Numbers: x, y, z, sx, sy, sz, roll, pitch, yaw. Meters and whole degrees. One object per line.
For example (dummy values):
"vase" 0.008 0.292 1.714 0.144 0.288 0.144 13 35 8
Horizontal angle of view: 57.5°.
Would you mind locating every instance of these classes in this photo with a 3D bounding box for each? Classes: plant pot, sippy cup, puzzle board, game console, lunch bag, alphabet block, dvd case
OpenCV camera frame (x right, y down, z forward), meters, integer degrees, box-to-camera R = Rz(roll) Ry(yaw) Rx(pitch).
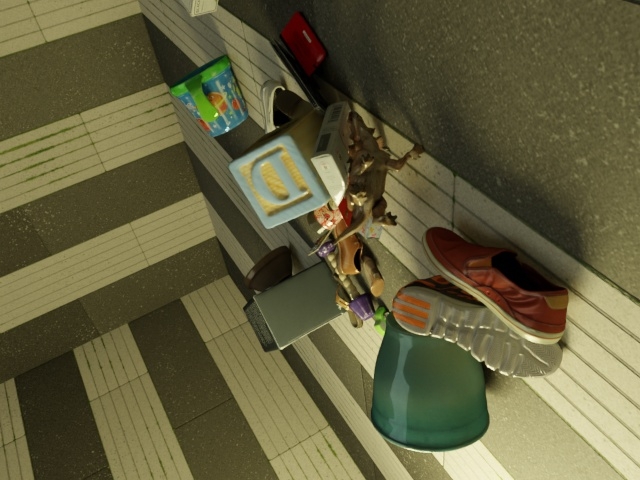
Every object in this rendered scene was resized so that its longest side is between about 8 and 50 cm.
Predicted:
"plant pot" 0.245 0.288 1.322 0.272 0.272 0.255 -150 52 -61
"sippy cup" -0.376 -0.502 2.072 0.240 0.305 0.224 -6 124 42
"puzzle board" 0.000 0.000 1.873 0.011 0.096 0.128 37 164 -6
"game console" -0.029 -0.463 1.430 0.124 0.085 0.144 -44 71 39
"lunch bag" 0.129 -0.053 1.486 0.071 0.053 0.083 43 128 51
"alphabet block" -0.068 -0.175 1.408 0.193 0.197 0.192 -19 109 30
"plant pot" -0.194 0.140 2.418 0.110 0.237 0.237 46 159 14
"dvd case" -0.033 -0.374 1.415 0.221 0.018 0.164 59 -165 18

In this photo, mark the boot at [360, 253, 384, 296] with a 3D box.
"boot" 0.145 0.095 1.683 0.118 0.042 0.087 83 161 -43

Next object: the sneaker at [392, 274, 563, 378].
"sneaker" 0.312 0.141 1.134 0.321 0.180 0.124 24 114 19

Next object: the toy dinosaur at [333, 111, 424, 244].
"toy dinosaur" 0.096 -0.122 1.235 0.200 0.127 0.295 -171 98 -73

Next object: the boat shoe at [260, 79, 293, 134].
"boat shoe" -0.109 -0.337 1.722 0.088 0.096 0.267 -135 33 -57

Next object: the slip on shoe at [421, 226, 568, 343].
"slip on shoe" 0.307 0.051 1.043 0.331 0.123 0.101 44 130 49

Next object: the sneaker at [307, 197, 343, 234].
"sneaker" 0.047 -0.133 1.562 0.090 0.145 0.270 43 -152 -23

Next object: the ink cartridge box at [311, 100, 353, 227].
"ink cartridge box" 0.062 -0.173 1.355 0.232 0.066 0.189 55 -143 -40

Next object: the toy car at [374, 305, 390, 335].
"toy car" 0.213 0.306 1.747 0.225 0.053 0.239 63 163 3

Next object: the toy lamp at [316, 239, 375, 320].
"toy lamp" 0.082 0.126 1.836 0.274 0.080 0.080 57 161 20

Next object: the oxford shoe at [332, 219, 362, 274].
"oxford shoe" 0.085 -0.007 1.653 0.076 0.076 0.212 1 104 38

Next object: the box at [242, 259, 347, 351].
"box" -0.104 0.260 2.202 0.212 0.294 0.395 62 162 5

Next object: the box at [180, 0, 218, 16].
"box" -0.399 -0.815 1.691 0.290 0.087 0.169 54 149 17

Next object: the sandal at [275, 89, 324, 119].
"sandal" -0.018 -0.310 1.541 0.240 0.088 0.079 45 -169 24

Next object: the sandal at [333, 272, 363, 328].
"sandal" 0.083 0.212 1.981 0.090 0.060 0.219 33 145 59
